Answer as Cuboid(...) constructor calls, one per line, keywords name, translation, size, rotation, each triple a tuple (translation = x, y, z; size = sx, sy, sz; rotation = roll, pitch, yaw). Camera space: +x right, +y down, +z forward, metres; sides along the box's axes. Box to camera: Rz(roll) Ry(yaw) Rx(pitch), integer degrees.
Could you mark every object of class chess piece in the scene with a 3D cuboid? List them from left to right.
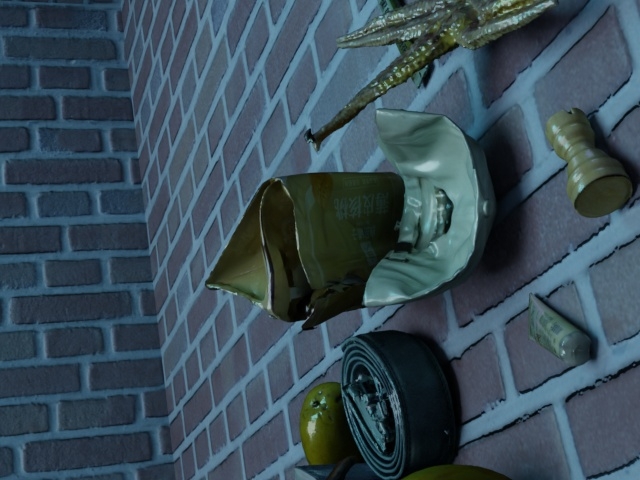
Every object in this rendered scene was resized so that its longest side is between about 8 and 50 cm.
Cuboid(name="chess piece", translation=(0.287, -0.089, 1.126), size=(0.066, 0.066, 0.122), rotation=(109, 157, -45))

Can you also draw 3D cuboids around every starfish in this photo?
Cuboid(name="starfish", translation=(0.129, -0.299, 1.329), size=(0.384, 0.132, 0.398), rotation=(-34, 43, 31))

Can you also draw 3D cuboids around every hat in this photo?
Cuboid(name="hat", translation=(0.150, -0.037, 1.422), size=(0.301, 0.168, 0.258), rotation=(-6, -80, -85))

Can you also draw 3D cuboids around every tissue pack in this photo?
Cuboid(name="tissue pack", translation=(0.047, 0.392, 1.684), size=(0.112, 0.156, 0.051), rotation=(173, 98, -70))

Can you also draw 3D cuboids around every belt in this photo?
Cuboid(name="belt", translation=(0.104, 0.241, 1.569), size=(0.267, 0.116, 0.206), rotation=(-132, 39, -57))

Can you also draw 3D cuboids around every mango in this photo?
Cuboid(name="mango", translation=(0.028, 0.340, 1.790), size=(0.098, 0.137, 0.195), rotation=(-5, 106, 37))

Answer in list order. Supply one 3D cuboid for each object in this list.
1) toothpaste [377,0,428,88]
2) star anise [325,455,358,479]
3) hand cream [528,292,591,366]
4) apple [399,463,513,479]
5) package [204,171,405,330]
Cuboid(name="toothpaste", translation=(0.124, -0.319, 1.579), size=(0.049, 0.031, 0.204), rotation=(113, 145, -50))
Cuboid(name="star anise", translation=(0.088, 0.461, 1.501), size=(0.237, 0.148, 0.346), rotation=(40, -159, -51))
Cuboid(name="hand cream", translation=(0.275, 0.110, 1.221), size=(0.143, 0.039, 0.061), rotation=(-129, 34, -72))
Cuboid(name="apple", translation=(0.149, 0.417, 1.252), size=(0.301, 0.301, 0.301), rotation=(178, 90, -70))
Cuboid(name="package", translation=(0.020, 0.024, 1.522), size=(0.165, 0.311, 0.221), rotation=(42, 114, 23))
